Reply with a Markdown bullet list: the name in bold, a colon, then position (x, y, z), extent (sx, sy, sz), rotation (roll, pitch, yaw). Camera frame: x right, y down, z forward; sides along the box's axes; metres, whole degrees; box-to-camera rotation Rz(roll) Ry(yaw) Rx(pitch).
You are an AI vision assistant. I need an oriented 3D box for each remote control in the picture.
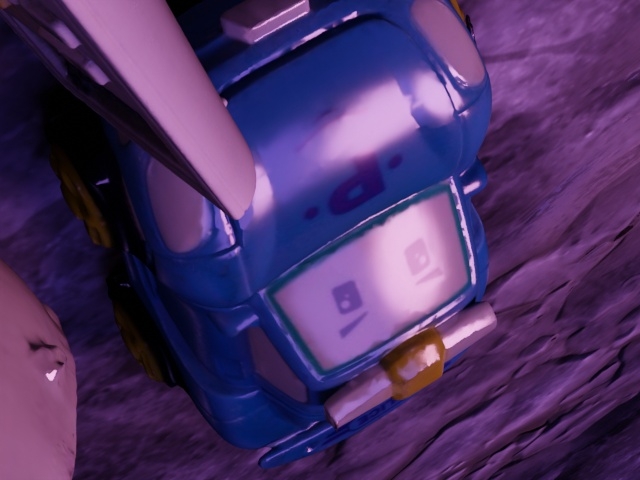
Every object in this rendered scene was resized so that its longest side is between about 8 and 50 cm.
- **remote control**: position (-0.093, -0.109, 0.448), extent (0.055, 0.109, 0.313), rotation (-49, 154, -8)

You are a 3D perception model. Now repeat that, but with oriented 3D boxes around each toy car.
- **toy car**: position (0.000, 0.000, 0.714), extent (0.198, 0.166, 0.314), rotation (-31, 155, -14)

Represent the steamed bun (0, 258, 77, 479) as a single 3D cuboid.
- **steamed bun**: position (-0.245, 0.104, 0.495), extent (0.309, 0.309, 0.309), rotation (-27, 155, -13)
